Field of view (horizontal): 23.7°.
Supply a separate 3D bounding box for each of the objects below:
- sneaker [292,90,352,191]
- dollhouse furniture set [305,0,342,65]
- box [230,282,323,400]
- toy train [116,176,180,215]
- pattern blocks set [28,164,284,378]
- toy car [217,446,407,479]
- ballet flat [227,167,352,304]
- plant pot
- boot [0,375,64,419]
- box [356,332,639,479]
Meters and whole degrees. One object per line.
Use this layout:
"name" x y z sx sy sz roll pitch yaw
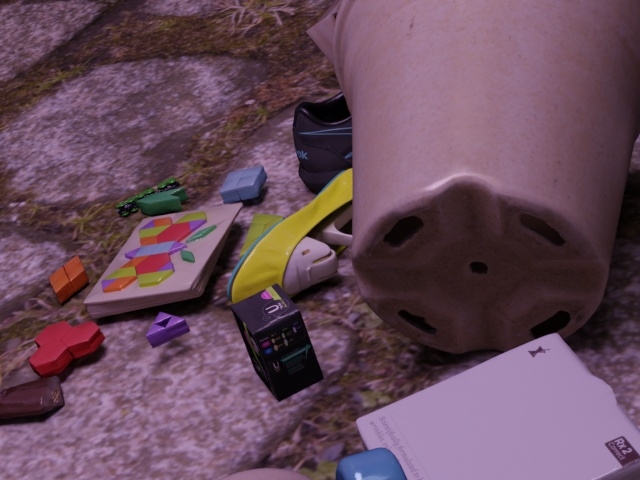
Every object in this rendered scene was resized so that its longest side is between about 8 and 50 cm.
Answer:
"sneaker" 0.096 -0.139 1.712 0.267 0.106 0.101 -19 30 -3
"dollhouse furniture set" 0.125 -0.306 1.868 0.242 0.212 0.161 -30 18 39
"box" -0.041 0.095 1.437 0.052 0.083 0.062 -27 32 -12
"toy train" -0.207 -0.053 1.825 0.083 0.017 0.024 -26 22 -11
"pattern blocks set" -0.172 0.020 1.659 0.285 0.026 0.325 -16 28 12
"toy car" -0.014 0.295 1.021 0.219 0.210 0.238 -16 43 -11
"ballet flat" 0.000 0.000 1.581 0.077 0.077 0.231 22 47 30
"plant pot" 0.154 -0.074 1.416 0.334 0.333 0.305 -7 45 19
"boot" -0.316 0.173 1.513 0.114 0.037 0.106 -6 32 13
"box" 0.148 0.189 1.156 0.182 0.119 0.181 -23 31 -6
